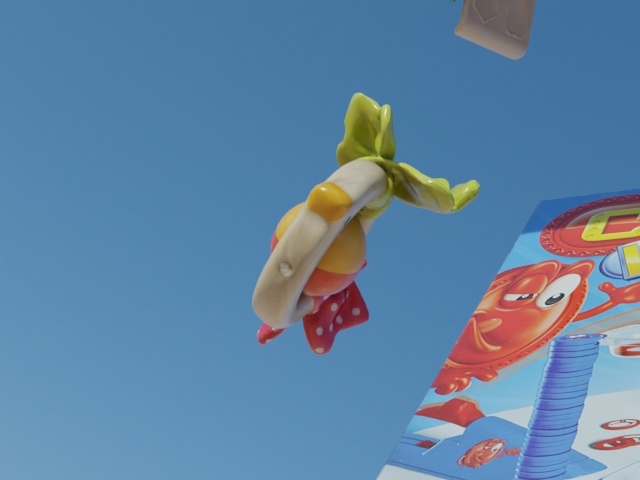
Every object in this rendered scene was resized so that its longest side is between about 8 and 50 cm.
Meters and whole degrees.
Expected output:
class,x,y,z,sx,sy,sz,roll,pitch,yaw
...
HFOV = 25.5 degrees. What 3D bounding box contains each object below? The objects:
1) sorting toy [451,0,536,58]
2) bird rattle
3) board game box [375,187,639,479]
class,x,y,z,sx,sy,sz,roll,pitch,yaw
sorting toy,0.076,-0.123,0.656,0.012,0.062,0.083,14,2,40
bird rattle,0.000,0.000,1.224,0.143,0.207,0.253,45,-65,9
board game box,0.191,0.072,0.509,0.308,0.302,0.086,-7,-65,28
